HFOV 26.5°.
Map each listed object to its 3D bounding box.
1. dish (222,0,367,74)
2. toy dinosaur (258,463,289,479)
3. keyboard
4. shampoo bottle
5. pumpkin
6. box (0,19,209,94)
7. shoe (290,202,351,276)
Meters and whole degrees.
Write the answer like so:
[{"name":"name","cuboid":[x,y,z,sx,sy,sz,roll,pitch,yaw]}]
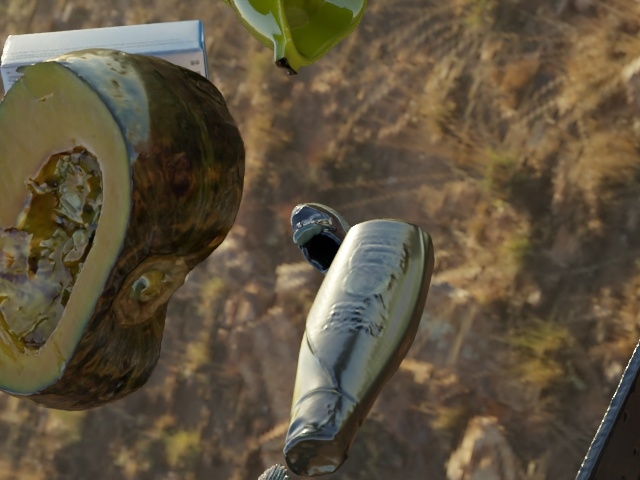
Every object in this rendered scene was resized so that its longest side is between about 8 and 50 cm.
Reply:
[{"name":"dish","cuboid":[-0.040,-0.304,1.434,0.108,0.221,0.262,5,38,24]},{"name":"toy dinosaur","cuboid":[-0.059,0.279,1.454,0.187,0.044,0.106,-42,22,28]},{"name":"keyboard","cuboid":[0.278,0.111,1.096,0.018,0.101,0.310,2,49,43]},{"name":"shampoo bottle","cuboid":[0.039,0.114,1.525,0.125,0.084,0.350,-1,39,22]},{"name":"pumpkin","cuboid":[-0.205,-0.014,1.125,0.222,0.139,0.317,41,119,28]},{"name":"box","cuboid":[-0.204,-0.133,1.341,0.073,0.194,0.139,-99,5,-55]},{"name":"shoe","cuboid":[0.000,0.000,1.846,0.071,0.099,0.169,-47,54,11]}]
